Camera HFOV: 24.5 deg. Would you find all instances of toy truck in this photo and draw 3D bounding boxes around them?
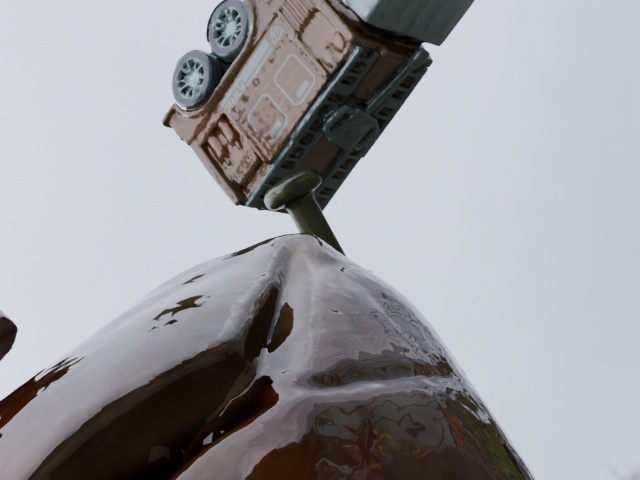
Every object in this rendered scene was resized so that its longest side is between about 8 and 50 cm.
[{"bbox_3d":[0.009,-0.168,1.257,0.136,0.162,0.305,9,-54,-45],"label":"toy truck"}]

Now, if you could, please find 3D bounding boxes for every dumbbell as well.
[{"bbox_3d":[0.000,0.000,1.201,0.052,0.046,0.118,-30,-89,-24],"label":"dumbbell"}]

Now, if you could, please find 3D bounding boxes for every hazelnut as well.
[{"bbox_3d":[-0.047,0.185,0.737,0.409,0.359,0.359,129,161,-76],"label":"hazelnut"}]

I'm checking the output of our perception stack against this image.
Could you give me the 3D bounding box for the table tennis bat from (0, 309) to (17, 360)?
[{"bbox_3d":[-0.374,-0.040,1.094,0.268,0.415,0.051,-20,-40,-50],"label":"table tennis bat"}]
